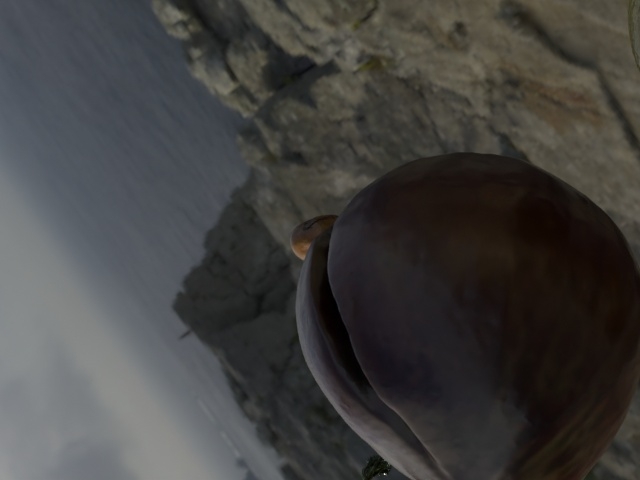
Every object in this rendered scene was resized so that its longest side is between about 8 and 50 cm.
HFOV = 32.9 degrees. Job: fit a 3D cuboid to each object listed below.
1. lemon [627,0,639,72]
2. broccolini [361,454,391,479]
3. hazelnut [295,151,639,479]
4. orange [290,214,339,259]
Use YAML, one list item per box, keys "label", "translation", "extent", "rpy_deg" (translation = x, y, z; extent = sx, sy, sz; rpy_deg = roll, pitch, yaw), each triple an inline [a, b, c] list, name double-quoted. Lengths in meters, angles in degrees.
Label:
- label: "lemon"
  translation: [0.437, -0.252, 1.115]
  extent: [0.236, 0.236, 0.263]
  rpy_deg: [-149, 48, -62]
- label: "broccolini"
  translation: [0.081, 0.394, 1.671]
  extent: [0.052, 0.194, 0.054]
  rpy_deg: [17, 127, 0]
- label: "hazelnut"
  translation: [0.192, 0.095, 1.275]
  extent: [0.429, 0.402, 0.402]
  rpy_deg: [40, 175, -27]
- label: "orange"
  translation: [0.000, 0.000, 1.512]
  extent: [0.086, 0.086, 0.062]
  rpy_deg: [97, 159, -72]
